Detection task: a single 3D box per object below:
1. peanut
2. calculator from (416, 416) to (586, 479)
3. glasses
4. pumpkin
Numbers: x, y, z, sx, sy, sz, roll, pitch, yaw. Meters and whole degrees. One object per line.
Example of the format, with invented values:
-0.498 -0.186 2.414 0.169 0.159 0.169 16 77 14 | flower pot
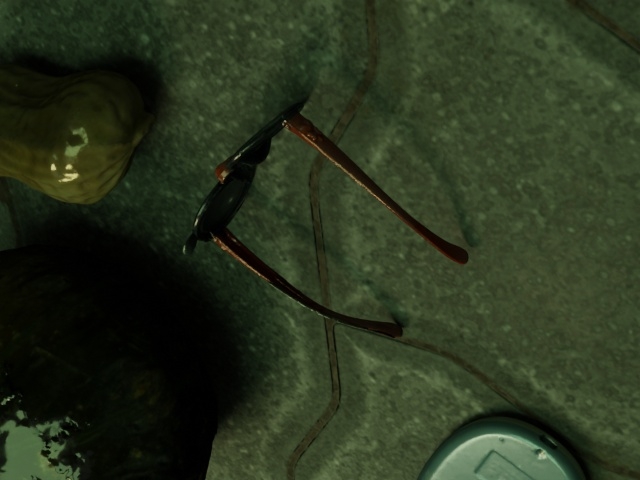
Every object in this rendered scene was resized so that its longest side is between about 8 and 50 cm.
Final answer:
-0.312 -0.119 1.576 0.291 0.143 0.159 8 118 36 | peanut
0.205 0.313 1.614 0.188 0.042 0.303 34 135 8 | calculator
0.000 0.000 1.455 0.268 0.118 0.234 40 137 4 | glasses
-0.342 0.227 1.736 0.454 0.344 0.454 19 124 30 | pumpkin
